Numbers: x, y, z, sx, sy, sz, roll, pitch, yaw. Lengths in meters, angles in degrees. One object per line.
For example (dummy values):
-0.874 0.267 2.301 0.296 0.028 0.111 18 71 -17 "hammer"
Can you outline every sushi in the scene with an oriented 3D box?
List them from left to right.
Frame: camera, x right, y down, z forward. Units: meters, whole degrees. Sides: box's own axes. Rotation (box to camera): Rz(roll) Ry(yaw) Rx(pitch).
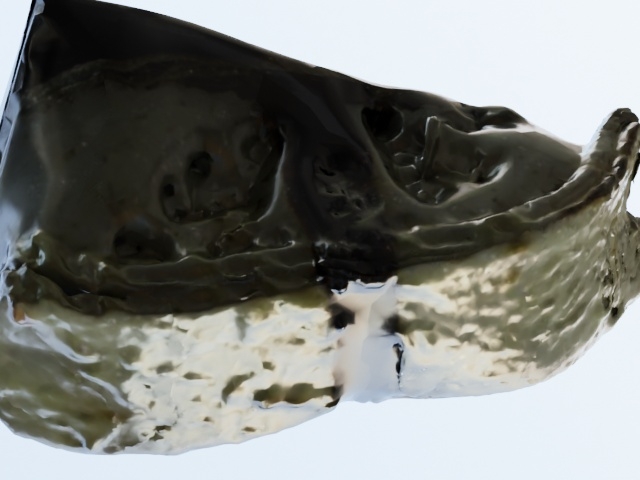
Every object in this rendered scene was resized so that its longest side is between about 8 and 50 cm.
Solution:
0.007 0.016 0.652 0.272 0.134 0.109 11 -147 -5 "sushi"
